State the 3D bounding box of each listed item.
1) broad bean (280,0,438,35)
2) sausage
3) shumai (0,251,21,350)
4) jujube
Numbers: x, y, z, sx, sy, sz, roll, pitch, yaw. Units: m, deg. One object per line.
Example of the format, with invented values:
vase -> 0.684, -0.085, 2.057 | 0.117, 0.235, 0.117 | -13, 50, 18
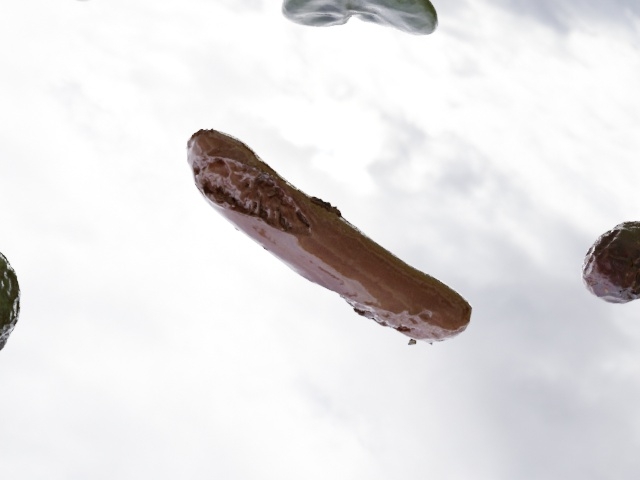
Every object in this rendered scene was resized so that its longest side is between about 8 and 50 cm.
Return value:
broad bean -> 0.051, -0.314, 1.171 | 0.207, 0.072, 0.153 | 7, 176, 10
sausage -> 0.000, 0.001, 0.879 | 0.327, 0.079, 0.087 | 35, -154, -2
shumai -> -0.601, 0.102, 1.455 | 0.222, 0.203, 0.271 | 0, -108, -14
jujube -> 0.303, 0.022, 0.905 | 0.129, 0.077, 0.077 | -17, -117, -45
